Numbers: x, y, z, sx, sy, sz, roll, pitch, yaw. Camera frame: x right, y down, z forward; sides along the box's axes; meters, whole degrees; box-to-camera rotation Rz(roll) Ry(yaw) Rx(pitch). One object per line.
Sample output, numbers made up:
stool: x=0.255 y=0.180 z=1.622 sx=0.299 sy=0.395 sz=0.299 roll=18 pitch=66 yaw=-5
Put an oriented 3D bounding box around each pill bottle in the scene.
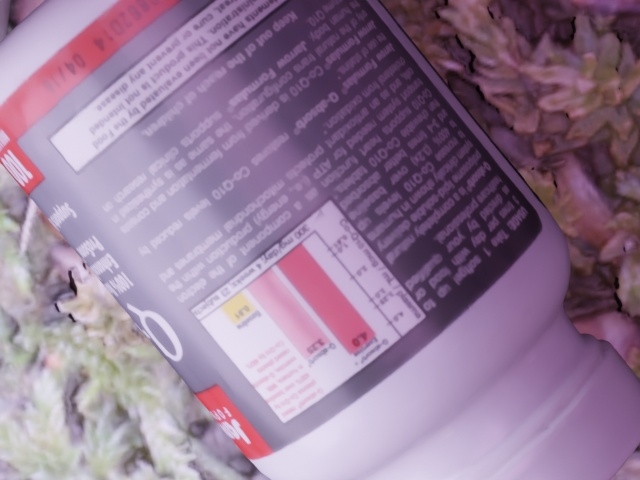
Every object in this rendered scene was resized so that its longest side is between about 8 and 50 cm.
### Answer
pill bottle: x=0.000 y=0.000 z=1.056 sx=0.210 sy=0.210 sz=0.363 roll=-39 pitch=94 yaw=-1

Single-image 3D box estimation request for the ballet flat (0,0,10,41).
ballet flat: x=-0.221 y=-0.204 z=1.074 sx=0.139 sy=0.139 sz=0.400 roll=14 pitch=92 yaw=-4
